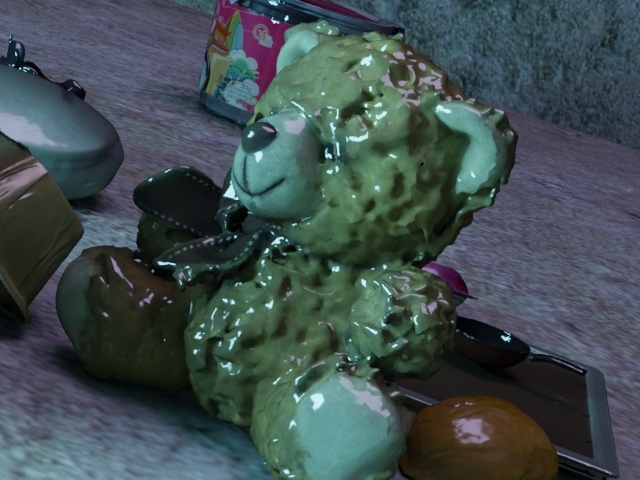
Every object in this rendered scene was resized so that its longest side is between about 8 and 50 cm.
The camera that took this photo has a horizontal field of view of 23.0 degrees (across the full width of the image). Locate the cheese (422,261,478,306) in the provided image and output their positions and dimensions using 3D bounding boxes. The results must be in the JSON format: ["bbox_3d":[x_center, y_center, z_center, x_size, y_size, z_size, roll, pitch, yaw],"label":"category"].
[{"bbox_3d":[0.072,0.032,1.355,0.145,0.038,0.095,17,-4,-29],"label":"cheese"}]

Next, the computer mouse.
[{"bbox_3d":[-0.323,-0.113,1.316,0.330,0.095,0.197,13,9,-26],"label":"computer mouse"}]

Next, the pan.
[{"bbox_3d":[0.145,0.088,1.188,0.115,0.023,0.068,22,10,25],"label":"pan"}]

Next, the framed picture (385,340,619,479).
[{"bbox_3d":[0.107,0.100,1.183,0.232,0.019,0.296,20,11,5],"label":"framed picture"}]

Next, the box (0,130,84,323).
[{"bbox_3d":[-0.228,-0.016,0.998,0.111,0.111,0.177,9,15,-40],"label":"box"}]

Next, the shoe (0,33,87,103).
[{"bbox_3d":[-0.291,-0.142,1.466,0.169,0.099,0.071,14,15,-18],"label":"shoe"}]

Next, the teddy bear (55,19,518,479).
[{"bbox_3d":[0.000,0.000,0.913,0.267,0.256,0.156,28,10,36],"label":"teddy bear"}]

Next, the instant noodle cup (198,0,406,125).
[{"bbox_3d":[-0.051,-0.238,2.067,0.302,0.182,0.258,16,11,-13],"label":"instant noodle cup"}]

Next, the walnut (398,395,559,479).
[{"bbox_3d":[0.103,0.125,0.981,0.121,0.052,0.091,4,22,-45],"label":"walnut"}]
